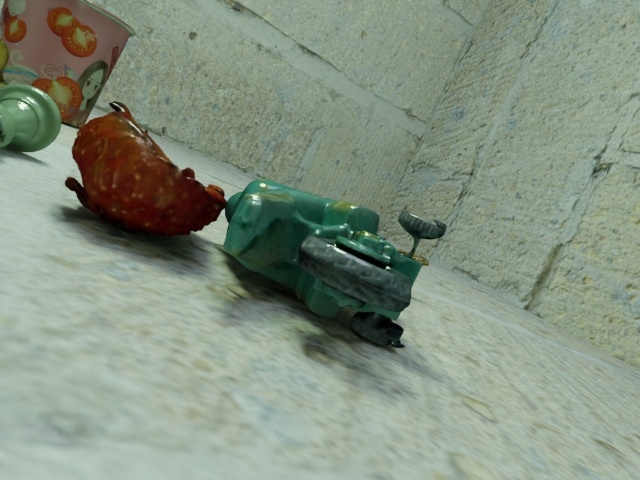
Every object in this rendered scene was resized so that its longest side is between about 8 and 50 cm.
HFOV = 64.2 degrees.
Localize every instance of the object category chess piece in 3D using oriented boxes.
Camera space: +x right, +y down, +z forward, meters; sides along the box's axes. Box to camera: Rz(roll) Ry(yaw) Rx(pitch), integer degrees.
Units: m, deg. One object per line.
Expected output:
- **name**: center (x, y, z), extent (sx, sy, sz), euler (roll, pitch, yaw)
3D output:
- **chess piece**: center (-0.291, -0.110, 0.473), extent (0.067, 0.067, 0.103), euler (24, 13, -13)

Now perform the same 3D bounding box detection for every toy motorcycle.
- **toy motorcycle**: center (0.000, 0.000, 0.452), extent (0.198, 0.109, 0.296), euler (24, 2, 2)

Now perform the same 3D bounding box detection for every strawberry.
- **strawberry**: center (-0.137, -0.039, 0.431), extent (0.121, 0.082, 0.188), euler (40, -4, 2)

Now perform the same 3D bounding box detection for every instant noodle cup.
- **instant noodle cup**: center (-0.531, -0.370, 1.017), extent (0.243, 0.231, 0.243), euler (25, 4, -2)

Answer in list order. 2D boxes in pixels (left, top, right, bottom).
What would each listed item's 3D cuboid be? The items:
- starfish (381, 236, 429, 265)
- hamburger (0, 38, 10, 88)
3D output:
- **starfish**: center (0.020, 0.001, 0.797), extent (0.302, 0.060, 0.299), euler (16, 3, -28)
- **hamburger**: center (-0.530, -0.276, 0.622), extent (0.265, 0.134, 0.285), euler (25, 7, 22)
